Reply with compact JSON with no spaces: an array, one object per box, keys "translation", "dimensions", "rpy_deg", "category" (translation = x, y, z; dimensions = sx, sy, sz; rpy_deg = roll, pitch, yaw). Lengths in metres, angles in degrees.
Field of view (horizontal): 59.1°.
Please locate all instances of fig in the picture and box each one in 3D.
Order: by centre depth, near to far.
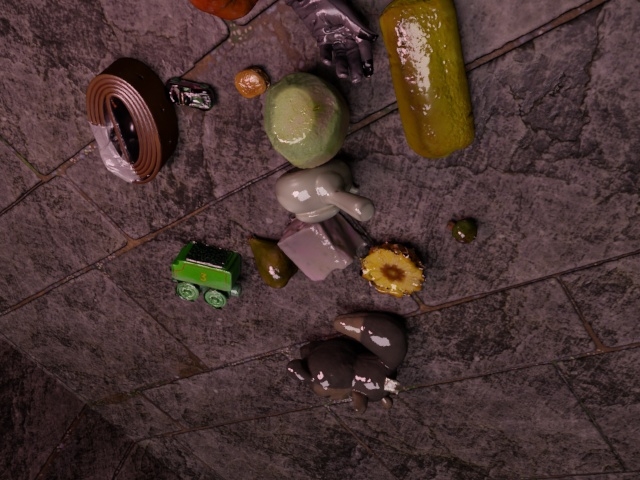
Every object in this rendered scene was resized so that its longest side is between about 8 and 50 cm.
[{"translation":[-0.151,0.056,1.745],"dimensions":[0.185,0.133,0.126],"rpy_deg":[47,166,-16],"category":"fig"}]

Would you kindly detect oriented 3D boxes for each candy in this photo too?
[{"translation":[0.000,0.000,1.638],"dimensions":[0.185,0.137,0.195],"rpy_deg":[-27,115,36],"category":"candy"}]

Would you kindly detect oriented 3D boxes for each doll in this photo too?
[{"translation":[0.096,0.385,1.933],"dimensions":[0.382,0.252,0.378],"rpy_deg":[15,102,3],"category":"doll"}]

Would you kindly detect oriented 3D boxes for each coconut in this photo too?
[{"translation":[-0.036,-0.290,1.350],"dimensions":[0.204,0.236,0.236],"rpy_deg":[-41,110,12],"category":"coconut"}]

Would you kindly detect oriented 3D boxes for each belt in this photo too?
[{"translation":[-0.519,-0.319,1.556],"dimensions":[0.217,0.122,0.338],"rpy_deg":[10,132,10],"category":"belt"}]

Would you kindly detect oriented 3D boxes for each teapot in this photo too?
[{"translation":[-0.001,-0.115,1.421],"dimensions":[0.220,0.318,0.149],"rpy_deg":[-19,106,1],"category":"teapot"}]

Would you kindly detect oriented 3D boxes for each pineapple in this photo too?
[{"translation":[0.216,0.079,1.668],"dimensions":[0.225,0.076,0.224],"rpy_deg":[13,134,13],"category":"pineapple"}]

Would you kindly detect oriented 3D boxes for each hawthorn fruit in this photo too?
[{"translation":[-0.228,-0.587,1.190],"dimensions":[0.225,0.196,0.196],"rpy_deg":[42,136,16],"category":"hawthorn fruit"}]

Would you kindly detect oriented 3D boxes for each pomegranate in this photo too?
[{"translation":[0.379,-0.025,1.518],"dimensions":[0.085,0.073,0.073],"rpy_deg":[5,132,16],"category":"pomegranate"}]

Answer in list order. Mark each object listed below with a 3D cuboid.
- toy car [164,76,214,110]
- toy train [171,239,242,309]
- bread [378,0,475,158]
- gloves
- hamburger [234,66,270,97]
[{"translation":[-0.348,-0.381,1.483],"dimensions":[0.142,0.055,0.069],"rpy_deg":[14,130,7],"category":"toy car"},{"translation":[-0.382,0.114,1.889],"dimensions":[0.243,0.132,0.188],"rpy_deg":[12,128,7],"category":"toy train"},{"translation":[0.240,-0.349,1.252],"dimensions":[0.166,0.112,0.383],"rpy_deg":[-3,128,23],"category":"bread"},{"translation":[0.024,-0.473,1.224],"dimensions":[0.142,0.119,0.285],"rpy_deg":[-24,105,48],"category":"gloves"},{"translation":[-0.172,-0.395,1.412],"dimensions":[0.083,0.044,0.076],"rpy_deg":[-15,123,34],"category":"hamburger"}]
